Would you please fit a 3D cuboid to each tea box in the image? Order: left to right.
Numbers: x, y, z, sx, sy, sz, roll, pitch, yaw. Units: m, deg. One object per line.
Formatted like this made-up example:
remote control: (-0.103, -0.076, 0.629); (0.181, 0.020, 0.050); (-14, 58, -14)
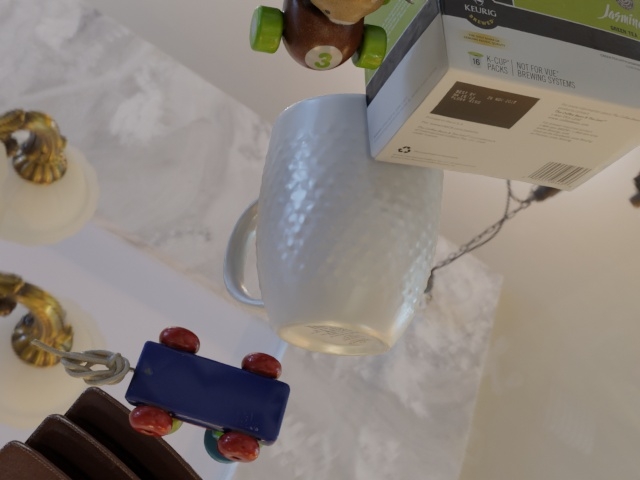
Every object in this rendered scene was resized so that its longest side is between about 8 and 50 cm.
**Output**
tea box: (0.248, -0.273, 1.011); (0.329, 0.220, 0.323); (8, -115, -19)

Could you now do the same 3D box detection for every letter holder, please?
letter holder: (-0.311, 0.381, 1.062); (0.302, 0.152, 0.214); (41, -90, 8)

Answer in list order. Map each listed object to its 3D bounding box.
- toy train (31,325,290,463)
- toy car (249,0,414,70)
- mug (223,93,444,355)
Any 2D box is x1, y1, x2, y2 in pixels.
toy train: (-0.166, 0.159, 0.761); (0.248, 0.143, 0.105); (18, -122, -5)
toy car: (0.023, -0.254, 0.783); (0.155, 0.188, 0.149); (5, -77, -18)
mug: (0.000, 0.000, 1.132); (0.276, 0.374, 0.328); (33, -124, -46)
